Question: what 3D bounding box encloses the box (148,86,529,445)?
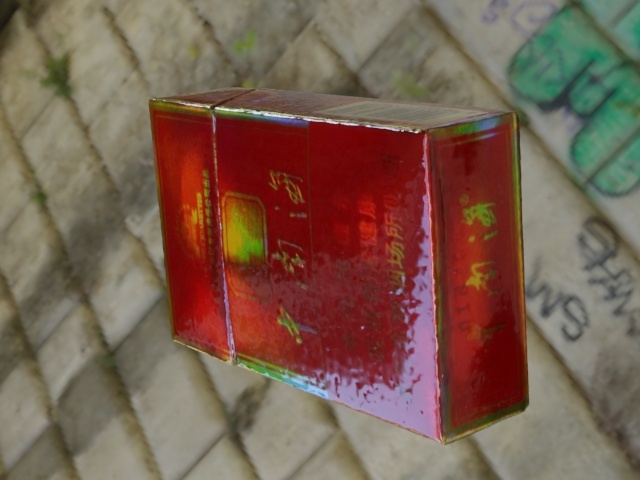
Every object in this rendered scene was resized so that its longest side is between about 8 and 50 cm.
[{"bbox_3d":[0.001,0.001,0.897,0.089,0.197,0.313,-15,-163,-36],"label":"box"}]
